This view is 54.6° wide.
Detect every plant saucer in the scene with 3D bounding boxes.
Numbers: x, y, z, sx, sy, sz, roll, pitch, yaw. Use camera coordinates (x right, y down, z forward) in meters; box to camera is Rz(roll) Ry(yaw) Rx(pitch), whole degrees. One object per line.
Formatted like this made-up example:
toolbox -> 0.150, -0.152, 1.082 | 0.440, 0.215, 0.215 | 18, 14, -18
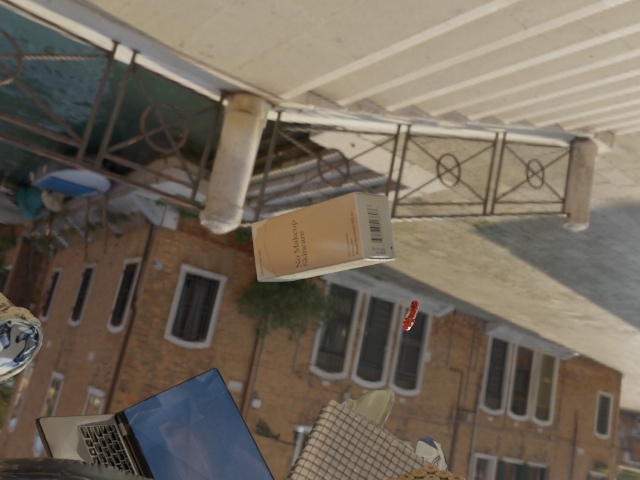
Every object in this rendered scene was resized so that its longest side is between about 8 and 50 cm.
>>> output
plant saucer -> 0.058, 0.567, 1.774 | 0.100, 0.400, 0.400 | 37, 167, 5

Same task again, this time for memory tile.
memory tile -> 0.219, 0.505, 1.296 | 0.148, 0.012, 0.113 | -4, -177, -36

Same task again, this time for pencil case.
pencil case -> -0.745, 0.140, 1.302 | 0.410, 0.184, 0.160 | 27, 175, 33

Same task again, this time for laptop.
laptop -> -0.317, 0.484, 1.314 | 0.236, 0.382, 0.408 | -35, 159, 6

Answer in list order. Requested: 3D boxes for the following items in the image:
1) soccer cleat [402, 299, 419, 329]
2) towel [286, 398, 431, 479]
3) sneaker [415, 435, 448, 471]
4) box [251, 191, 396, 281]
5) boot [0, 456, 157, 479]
soccer cleat -> 0.239, 0.196, 1.626 | 0.029, 0.083, 0.035 | 18, 174, 20
towel -> 0.083, 0.531, 1.392 | 0.283, 0.235, 0.121 | 32, 144, 1
sneaker -> 0.303, 0.722, 1.853 | 0.130, 0.297, 0.112 | 16, 137, -16
box -> 0.000, 0.000, 1.371 | 0.311, 0.148, 0.121 | -16, 169, 39
boot -> -0.343, 0.524, 0.786 | 0.146, 0.445, 0.367 | -8, 151, 19
